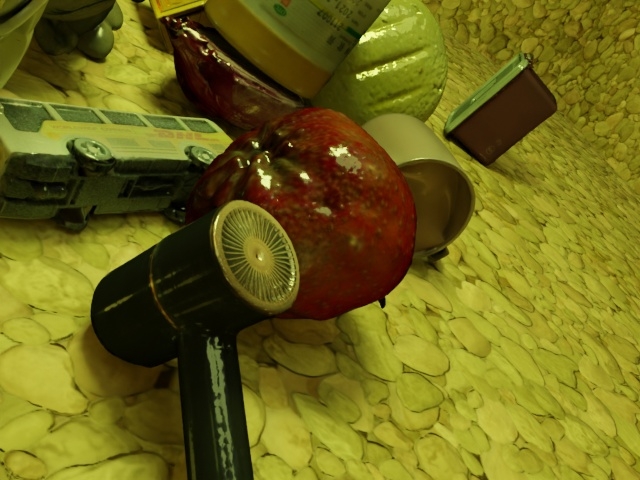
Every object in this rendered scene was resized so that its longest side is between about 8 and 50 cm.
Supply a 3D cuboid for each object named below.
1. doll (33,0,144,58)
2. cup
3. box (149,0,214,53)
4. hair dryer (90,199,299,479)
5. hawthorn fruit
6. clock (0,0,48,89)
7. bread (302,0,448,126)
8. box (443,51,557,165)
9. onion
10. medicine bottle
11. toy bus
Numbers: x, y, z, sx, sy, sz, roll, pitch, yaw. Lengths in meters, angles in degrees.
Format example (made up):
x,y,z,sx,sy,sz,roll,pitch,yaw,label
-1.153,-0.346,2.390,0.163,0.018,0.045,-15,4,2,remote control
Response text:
x,y,z,sx,sy,sz,roll,pitch,yaw,label
-0.412,-0.399,0.850,0.379,0.382,0.252,7,78,-17,doll
0.152,-0.082,1.127,0.253,0.191,0.200,55,12,-35,cup
-0.175,-0.481,1.245,0.301,0.084,0.193,-19,51,-7,box
-0.102,0.158,0.543,0.107,0.189,0.352,19,54,-48,hair dryer
0.000,0.000,0.780,0.300,0.254,0.254,54,18,-31,hawthorn fruit
-0.347,-0.214,0.624,0.120,0.379,0.276,40,52,-18,clock
0.102,-0.351,1.322,0.320,0.320,0.237,17,15,-33,bread
0.500,-0.355,1.799,0.167,0.294,0.193,46,28,-6,box
-0.168,-0.271,1.076,0.283,0.120,0.227,21,24,-50,onion
-0.032,-0.395,1.076,0.238,0.232,0.238,37,19,-15,medicine bottle
-0.235,-0.096,0.778,0.342,0.097,0.138,-6,48,-52,toy bus
